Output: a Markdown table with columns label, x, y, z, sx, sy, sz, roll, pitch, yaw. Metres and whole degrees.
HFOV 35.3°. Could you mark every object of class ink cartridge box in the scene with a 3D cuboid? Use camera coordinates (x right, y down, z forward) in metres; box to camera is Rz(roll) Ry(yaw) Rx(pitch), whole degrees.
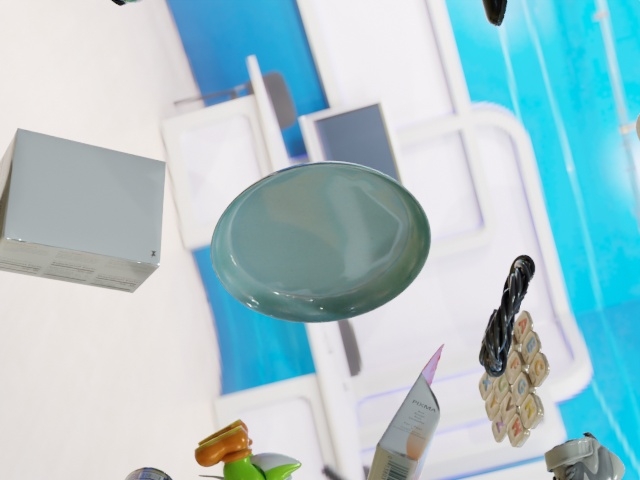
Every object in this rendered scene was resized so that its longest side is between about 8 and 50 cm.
| label | x | y | z | sx | sy | sz | roll | pitch | yaw |
| --- | --- | --- | --- | --- | --- | --- | --- | --- | --- |
| ink cartridge box | 0.088 | 0.203 | 0.955 | 0.179 | 0.045 | 0.145 | -42 | 150 | -53 |

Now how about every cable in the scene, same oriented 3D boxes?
| label | x | y | z | sx | sy | sz | roll | pitch | yaw |
| --- | --- | --- | --- | --- | --- | --- | --- | --- | --- |
| cable | 0.262 | 0.105 | 1.395 | 0.184 | 0.047 | 0.150 | -53 | 162 | -57 |

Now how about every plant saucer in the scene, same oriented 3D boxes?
| label | x | y | z | sx | sy | sz | roll | pitch | yaw |
| --- | --- | --- | --- | --- | --- | --- | --- | --- | --- |
| plant saucer | 0.000 | 0.000 | 1.457 | 0.043 | 0.318 | 0.317 | -97 | 169 | -45 |

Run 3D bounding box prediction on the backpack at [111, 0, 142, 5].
| label | x | y | z | sx | sy | sz | roll | pitch | yaw |
| --- | --- | --- | --- | --- | --- | --- | --- | --- | --- |
| backpack | -0.209 | -0.410 | 1.120 | 0.276 | 0.213 | 0.263 | -71 | 145 | -51 |

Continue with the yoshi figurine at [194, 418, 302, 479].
| label | x | y | z | sx | sy | sz | roll | pitch | yaw |
| --- | --- | --- | --- | --- | --- | --- | --- | --- | --- |
| yoshi figurine | -0.128 | 0.527 | 1.851 | 0.204 | 0.203 | 0.362 | -28 | 87 | -45 |

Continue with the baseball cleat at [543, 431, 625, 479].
| label | x | y | z | sx | sy | sz | roll | pitch | yaw |
| --- | --- | --- | --- | --- | --- | --- | --- | --- | --- |
| baseball cleat | 0.305 | 0.321 | 1.244 | 0.109 | 0.072 | 0.206 | 46 | 44 | 0 |

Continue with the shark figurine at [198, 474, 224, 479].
| label | x | y | z | sx | sy | sz | roll | pitch | yaw |
| --- | --- | --- | --- | --- | --- | --- | --- | --- | --- |
| shark figurine | -0.163 | 0.531 | 2.098 | 0.278 | 0.166 | 0.116 | 79 | 12 | -83 |

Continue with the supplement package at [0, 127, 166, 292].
| label | x | y | z | sx | sy | sz | roll | pitch | yaw |
| --- | --- | --- | --- | --- | --- | --- | --- | --- | --- |
| supplement package | -0.413 | -0.046 | 1.711 | 0.145 | 0.262 | 0.204 | -36 | -132 | 53 |

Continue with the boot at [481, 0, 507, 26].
| label | x | y | z | sx | sy | sz | roll | pitch | yaw |
| --- | --- | --- | --- | --- | --- | --- | --- | --- | --- |
| boot | 0.216 | -0.367 | 1.427 | 0.045 | 0.099 | 0.121 | 140 | -44 | -81 |

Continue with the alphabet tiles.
| label | x | y | z | sx | sy | sz | roll | pitch | yaw |
| --- | --- | --- | --- | --- | --- | --- | --- | --- | --- |
| alphabet tiles | 0.413 | 0.299 | 2.196 | 0.278 | 0.021 | 0.284 | 112 | -24 | -43 |

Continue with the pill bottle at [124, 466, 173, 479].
| label | x | y | z | sx | sy | sz | roll | pitch | yaw |
| --- | --- | --- | --- | --- | --- | --- | --- | --- | --- |
| pill bottle | -0.367 | 0.562 | 2.039 | 0.219 | 0.123 | 0.122 | -79 | 153 | -73 |

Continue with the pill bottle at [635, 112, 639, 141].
| label | x | y | z | sx | sy | sz | roll | pitch | yaw |
| --- | --- | --- | --- | --- | --- | --- | --- | --- | --- |
| pill bottle | 0.728 | -0.275 | 1.875 | 0.181 | 0.323 | 0.181 | 36 | -32 | 27 |
